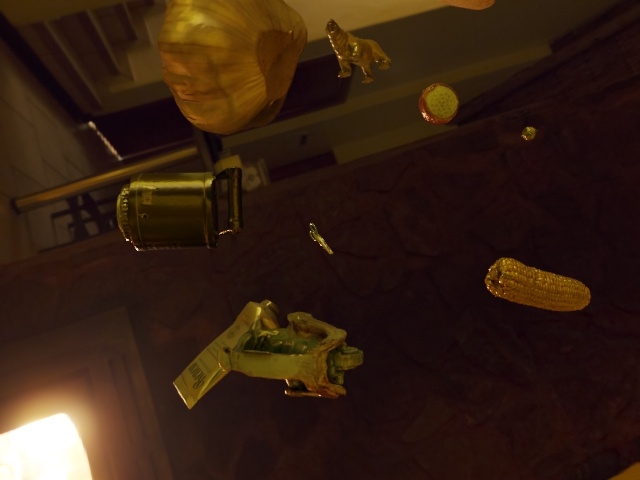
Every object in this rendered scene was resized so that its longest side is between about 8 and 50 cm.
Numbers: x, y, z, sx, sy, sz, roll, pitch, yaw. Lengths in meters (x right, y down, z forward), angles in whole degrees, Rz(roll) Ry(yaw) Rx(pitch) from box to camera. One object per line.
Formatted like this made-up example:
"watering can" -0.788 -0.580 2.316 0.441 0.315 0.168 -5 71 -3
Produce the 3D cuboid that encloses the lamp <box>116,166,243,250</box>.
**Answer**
"lamp" -0.384 -0.077 1.250 0.374 0.272 0.205 -16 -104 62

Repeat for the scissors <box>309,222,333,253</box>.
"scissors" 0.000 0.000 1.363 0.119 0.014 0.058 49 -31 37

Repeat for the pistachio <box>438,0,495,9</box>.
"pistachio" 0.507 -0.959 1.764 0.318 0.193 0.214 31 -17 10

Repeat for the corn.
"corn" 0.522 0.110 1.139 0.101 0.291 0.101 -168 -90 -70

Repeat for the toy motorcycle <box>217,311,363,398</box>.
"toy motorcycle" -0.074 0.236 1.058 0.241 0.319 0.182 42 55 -42

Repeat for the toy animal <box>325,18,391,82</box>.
"toy animal" 0.085 -0.457 1.156 0.103 0.218 0.101 -15 -93 42

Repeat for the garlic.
"garlic" -0.180 -0.369 0.960 0.317 0.259 0.317 18 90 -72

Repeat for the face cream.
"face cream" -0.303 0.363 1.609 0.137 0.420 0.235 54 -19 -23

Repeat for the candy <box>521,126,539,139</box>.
"candy" 0.590 -0.301 1.326 0.035 0.123 0.035 25 -59 31

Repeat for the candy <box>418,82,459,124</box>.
"candy" 0.301 -0.347 1.219 0.043 0.103 0.103 171 -99 -80
